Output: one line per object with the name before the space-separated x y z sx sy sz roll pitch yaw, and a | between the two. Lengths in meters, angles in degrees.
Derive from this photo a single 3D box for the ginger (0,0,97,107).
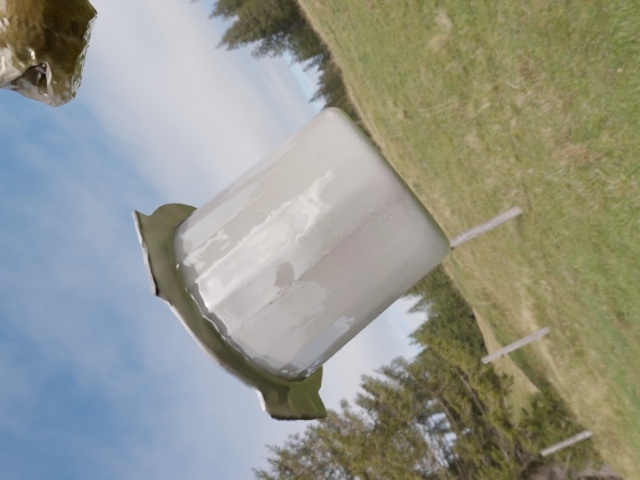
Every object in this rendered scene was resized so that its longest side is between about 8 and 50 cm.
ginger | -0.491 -0.366 0.698 0.221 0.130 0.275 26 -107 -34

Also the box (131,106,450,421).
box | 0.000 0.000 0.441 0.262 0.206 0.291 51 -168 -6
